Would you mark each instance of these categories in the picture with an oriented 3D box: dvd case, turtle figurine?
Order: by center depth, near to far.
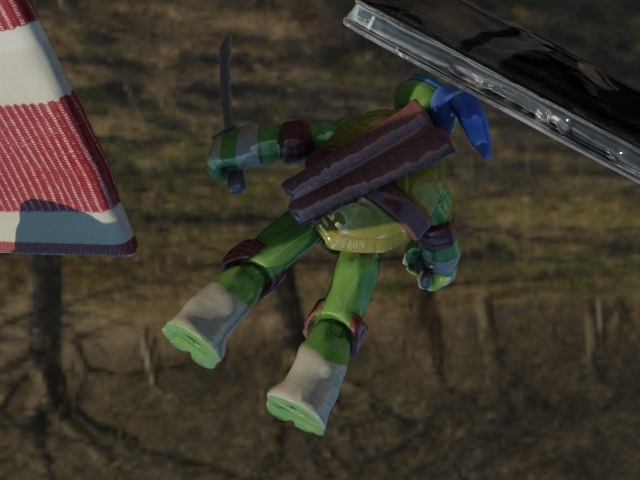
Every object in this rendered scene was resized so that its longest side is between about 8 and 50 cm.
[{"bbox_3d":[0.112,-0.081,0.657,0.164,0.018,0.221,29,-162,9],"label":"dvd case"},{"bbox_3d":[0.000,0.000,0.992,0.274,0.266,0.198,11,151,47],"label":"turtle figurine"}]

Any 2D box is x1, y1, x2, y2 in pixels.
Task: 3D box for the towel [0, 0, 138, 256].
[{"bbox_3d":[-0.258,-0.135,0.849,0.237,0.329,0.037,2,-145,39],"label":"towel"}]
